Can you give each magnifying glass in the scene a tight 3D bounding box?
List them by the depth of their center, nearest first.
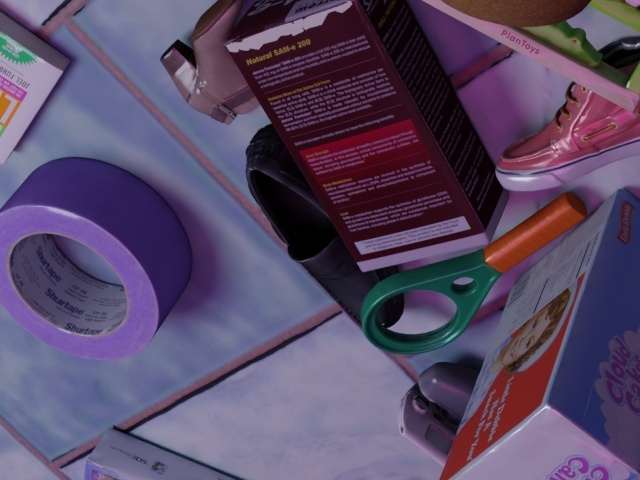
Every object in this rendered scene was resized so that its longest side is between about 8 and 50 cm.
[{"bbox_3d":[0.129,0.029,1.295,0.092,0.026,0.231,33,127,-32],"label":"magnifying glass"}]

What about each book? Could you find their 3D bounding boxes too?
[{"bbox_3d":[-0.299,-0.143,1.387,0.096,0.035,0.144,34,132,-9],"label":"book"}]

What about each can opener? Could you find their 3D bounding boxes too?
[{"bbox_3d":[0.196,0.219,1.416,0.283,0.076,0.095,36,134,-8],"label":"can opener"}]

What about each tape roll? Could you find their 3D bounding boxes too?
[{"bbox_3d":[-0.224,0.019,1.449,0.189,0.080,0.189,13,131,15],"label":"tape roll"}]

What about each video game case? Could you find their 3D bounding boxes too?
[{"bbox_3d":[-0.151,0.355,1.705,0.244,0.061,0.269,20,133,8],"label":"video game case"}]

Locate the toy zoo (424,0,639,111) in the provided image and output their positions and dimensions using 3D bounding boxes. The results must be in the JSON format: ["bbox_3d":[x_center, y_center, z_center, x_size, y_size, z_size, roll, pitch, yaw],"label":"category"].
[{"bbox_3d":[0.200,-0.253,1.022,0.192,0.030,0.293,28,122,5],"label":"toy zoo"}]

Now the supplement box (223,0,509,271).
[{"bbox_3d":[0.041,-0.096,1.229,0.130,0.073,0.239,-13,121,32],"label":"supplement box"}]

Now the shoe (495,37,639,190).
[{"bbox_3d":[0.204,-0.100,1.160,0.178,0.063,0.081,-17,117,29],"label":"shoe"}]

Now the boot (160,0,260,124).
[{"bbox_3d":[-0.076,-0.149,1.269,0.087,0.042,0.118,40,134,-18],"label":"boot"}]

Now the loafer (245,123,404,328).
[{"bbox_3d":[0.000,0.000,1.324,0.076,0.078,0.223,-15,121,33],"label":"loafer"}]

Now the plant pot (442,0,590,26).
[{"bbox_3d":[0.133,-0.265,0.908,0.237,0.237,0.254,20,134,10],"label":"plant pot"}]

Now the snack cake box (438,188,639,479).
[{"bbox_3d":[0.196,0.099,1.184,0.089,0.264,0.152,37,134,-7],"label":"snack cake box"}]
